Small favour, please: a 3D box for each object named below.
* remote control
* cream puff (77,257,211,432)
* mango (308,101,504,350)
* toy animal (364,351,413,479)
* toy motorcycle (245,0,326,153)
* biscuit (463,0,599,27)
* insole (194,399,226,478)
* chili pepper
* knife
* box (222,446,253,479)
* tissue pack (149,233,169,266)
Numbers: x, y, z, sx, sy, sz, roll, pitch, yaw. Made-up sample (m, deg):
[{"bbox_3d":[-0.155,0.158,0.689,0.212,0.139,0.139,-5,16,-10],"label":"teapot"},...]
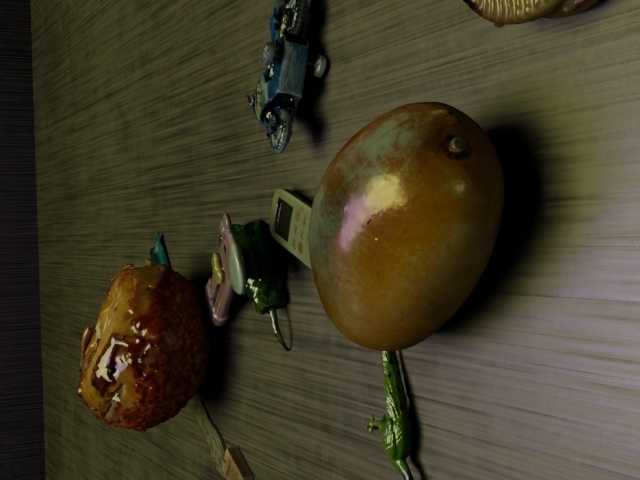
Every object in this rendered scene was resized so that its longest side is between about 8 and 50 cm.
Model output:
[{"bbox_3d":[0.000,-0.001,1.429,0.309,0.038,0.090,38,124,56],"label":"remote control"},{"bbox_3d":[-0.325,0.209,1.851,0.350,0.228,0.350,-55,22,35],"label":"cream puff"},{"bbox_3d":[0.086,0.000,1.112,0.384,0.199,0.221,110,140,-57],"label":"mango"},{"bbox_3d":[0.090,0.219,1.274,0.075,0.041,0.217,-32,60,57],"label":"toy animal"},{"bbox_3d":[-0.057,-0.257,1.470,0.135,0.092,0.254,-170,88,-71],"label":"toy motorcycle"},{"bbox_3d":[0.217,-0.335,0.952,0.259,0.079,0.259,8,100,61],"label":"biscuit"},{"bbox_3d":[-0.211,0.384,1.884,0.193,0.006,0.065,54,137,47],"label":"insole"},{"bbox_3d":[-0.112,0.049,1.619,0.122,0.065,0.279,96,156,-43],"label":"chili pepper"},{"bbox_3d":[-0.169,0.072,1.648,0.398,0.038,0.132,117,142,-69],"label":"knife"},{"bbox_3d":[-0.151,0.421,1.754,0.083,0.024,0.053,52,135,50],"label":"box"},{"bbox_3d":[-0.350,0.062,2.106,0.085,0.028,0.138,-59,45,45],"label":"tissue pack"}]
